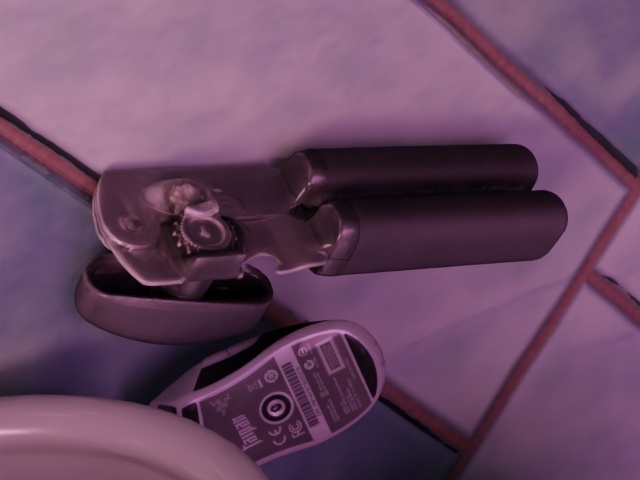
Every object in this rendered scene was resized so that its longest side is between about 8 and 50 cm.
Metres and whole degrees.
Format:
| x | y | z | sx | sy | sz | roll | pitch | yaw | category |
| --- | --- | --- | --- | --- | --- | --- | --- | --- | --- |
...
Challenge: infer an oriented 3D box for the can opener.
| x | y | z | sx | sy | sz | roll | pitch | yaw | category |
| --- | --- | --- | --- | --- | --- | --- | --- | --- | --- |
| 0.000 | 0.000 | 0.951 | 0.283 | 0.076 | 0.095 | -3 | 140 | -33 | can opener |

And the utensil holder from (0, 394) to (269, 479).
| x | y | z | sx | sy | sz | roll | pitch | yaw | category |
| --- | --- | --- | --- | --- | --- | --- | --- | --- | --- |
| -0.147 | 0.318 | 0.800 | 0.328 | 0.327 | 0.385 | -22 | 120 | -26 | utensil holder |

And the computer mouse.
| x | y | z | sx | sy | sz | roll | pitch | yaw | category |
| --- | --- | --- | --- | --- | --- | --- | --- | --- | --- |
| -0.056 | 0.098 | 0.935 | 0.193 | 0.042 | 0.106 | -25 | 114 | -6 | computer mouse |
